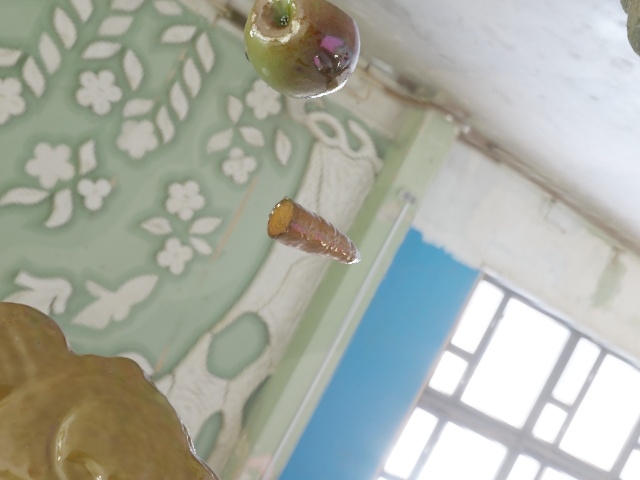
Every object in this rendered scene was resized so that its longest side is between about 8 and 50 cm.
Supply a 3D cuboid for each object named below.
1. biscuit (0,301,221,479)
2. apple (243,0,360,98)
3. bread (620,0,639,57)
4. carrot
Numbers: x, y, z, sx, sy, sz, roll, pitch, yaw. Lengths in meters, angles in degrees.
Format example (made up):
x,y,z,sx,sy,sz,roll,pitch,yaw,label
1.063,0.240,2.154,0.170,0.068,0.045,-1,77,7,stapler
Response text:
x,y,z,sx,sy,sz,roll,pitch,yaw,label
-0.222,0.225,0.747,0.376,0.269,0.051,56,160,3,biscuit
-0.036,-0.355,1.681,0.207,0.174,0.188,-18,165,26,apple
0.410,-0.291,0.998,0.101,0.183,0.337,9,-178,1,bread
0.000,0.000,1.484,0.205,0.072,0.072,29,178,-42,carrot
